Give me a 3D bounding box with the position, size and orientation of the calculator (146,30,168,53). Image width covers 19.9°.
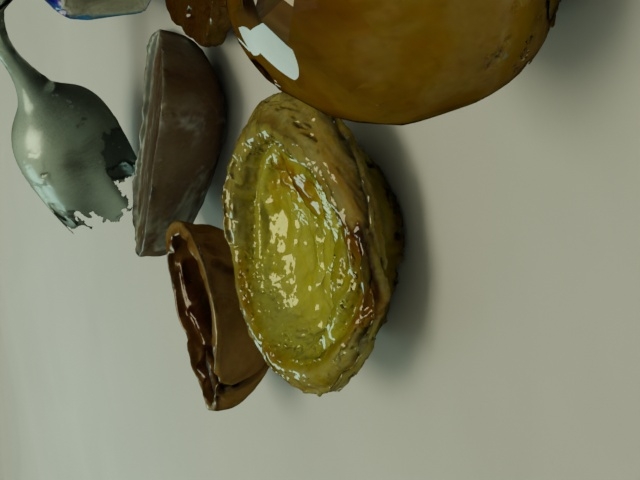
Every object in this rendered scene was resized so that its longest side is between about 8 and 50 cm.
[{"bbox_3d":[-0.171,-0.188,2.051,0.153,0.021,0.095,-153,57,-66],"label":"calculator"}]

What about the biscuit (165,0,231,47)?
[{"bbox_3d":[-0.121,-0.303,1.845,0.290,0.041,0.208,-146,52,-64],"label":"biscuit"}]

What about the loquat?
[{"bbox_3d":[0.050,-0.187,1.180,0.235,0.235,0.235,172,90,-69],"label":"loquat"}]

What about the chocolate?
[{"bbox_3d":[-0.149,-0.099,1.949,0.157,0.080,0.254,-100,17,-44],"label":"chocolate"}]

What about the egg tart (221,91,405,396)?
[{"bbox_3d":[0.000,0.000,1.584,0.279,0.095,0.279,29,123,58],"label":"egg tart"}]

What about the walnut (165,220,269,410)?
[{"bbox_3d":[-0.092,0.066,1.849,0.167,0.087,0.211,99,156,-54],"label":"walnut"}]

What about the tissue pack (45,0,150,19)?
[{"bbox_3d":[-0.278,-0.380,2.111,0.270,0.137,0.209,-141,44,-65],"label":"tissue pack"}]

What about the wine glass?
[{"bbox_3d":[-0.334,-0.160,2.172,0.321,0.143,0.143,56,172,-28],"label":"wine glass"}]
